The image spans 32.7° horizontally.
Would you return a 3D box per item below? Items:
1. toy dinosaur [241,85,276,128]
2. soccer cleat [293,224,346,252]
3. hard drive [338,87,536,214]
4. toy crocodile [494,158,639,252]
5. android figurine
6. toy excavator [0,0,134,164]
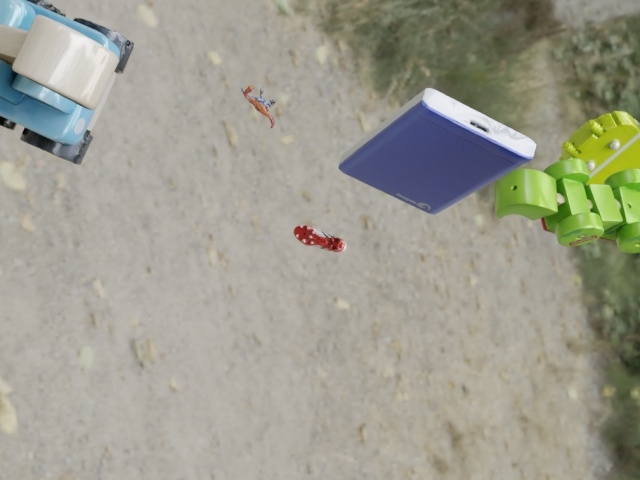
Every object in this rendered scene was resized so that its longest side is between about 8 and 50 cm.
[{"bbox_3d":[-0.120,-0.274,2.153,0.082,0.047,0.090,2,59,-60],"label":"toy dinosaur"},{"bbox_3d":[0.000,0.000,1.573,0.029,0.083,0.035,-70,160,-9],"label":"soccer cleat"},{"bbox_3d":[0.189,-0.142,1.852,0.210,0.318,0.040,24,67,-16],"label":"hard drive"},{"bbox_3d":[0.404,-0.042,1.606,0.340,0.105,0.115,6,63,-34],"label":"toy crocodile"},{"bbox_3d":[0.584,-0.153,2.141,0.272,0.248,0.056,29,33,-35],"label":"android figurine"},{"bbox_3d":[-0.431,-0.260,1.596,0.222,0.432,0.445,-65,163,0],"label":"toy excavator"}]
